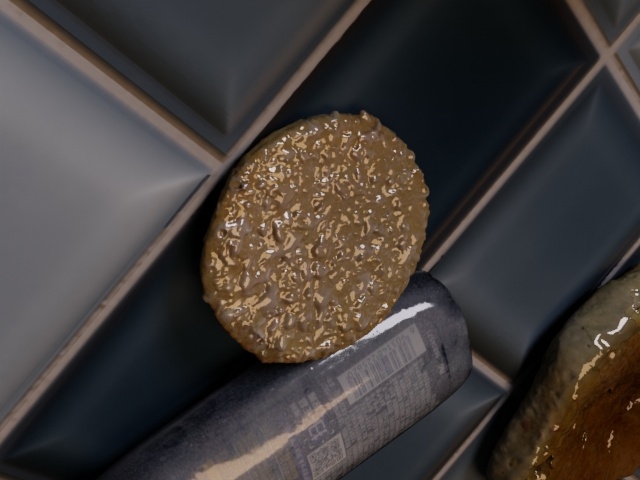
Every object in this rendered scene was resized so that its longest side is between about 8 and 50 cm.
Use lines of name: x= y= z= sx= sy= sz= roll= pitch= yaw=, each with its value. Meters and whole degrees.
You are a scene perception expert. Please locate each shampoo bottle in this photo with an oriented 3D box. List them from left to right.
shampoo bottle: x=-0.029 y=0.101 z=0.600 sx=0.234 sy=0.049 sz=0.087 roll=-33 pitch=133 yaw=-20

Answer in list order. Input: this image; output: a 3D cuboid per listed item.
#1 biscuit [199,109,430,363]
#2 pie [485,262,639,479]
biscuit: x=0.000 y=0.000 z=0.550 sx=0.120 sy=0.015 sz=0.120 roll=-15 pitch=117 yaw=-31
pie: x=0.189 y=0.102 z=0.821 sx=0.195 sy=0.046 sz=0.195 roll=-27 pitch=139 yaw=-27
